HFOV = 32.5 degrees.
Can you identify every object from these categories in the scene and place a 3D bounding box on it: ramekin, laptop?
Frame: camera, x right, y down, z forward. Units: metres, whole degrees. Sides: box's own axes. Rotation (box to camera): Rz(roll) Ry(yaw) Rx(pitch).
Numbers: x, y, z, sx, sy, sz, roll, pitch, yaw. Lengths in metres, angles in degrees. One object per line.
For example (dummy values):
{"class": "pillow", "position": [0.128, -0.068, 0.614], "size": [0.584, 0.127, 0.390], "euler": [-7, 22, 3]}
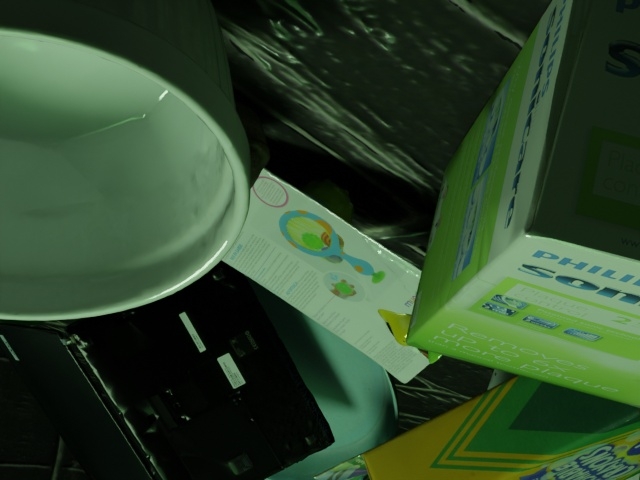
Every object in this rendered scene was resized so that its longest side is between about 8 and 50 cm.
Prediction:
{"class": "ramekin", "position": [-0.135, -0.060, 0.495], "size": [0.207, 0.109, 0.207], "euler": [-3, 145, -2]}
{"class": "laptop", "position": [-0.159, 0.139, 1.075], "size": [0.234, 0.264, 0.136], "euler": [62, -179, -22]}

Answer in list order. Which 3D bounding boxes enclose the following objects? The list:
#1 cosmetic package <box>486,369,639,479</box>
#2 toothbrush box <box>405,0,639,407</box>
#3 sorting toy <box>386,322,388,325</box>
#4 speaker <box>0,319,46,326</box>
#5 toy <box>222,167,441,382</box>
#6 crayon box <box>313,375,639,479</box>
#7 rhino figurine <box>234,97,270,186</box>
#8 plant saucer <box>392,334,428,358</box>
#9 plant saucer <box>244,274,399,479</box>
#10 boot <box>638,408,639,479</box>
{"class": "cosmetic package", "position": [0.282, 0.278, 1.219], "size": [0.224, 0.224, 0.138], "euler": [16, -171, -10]}
{"class": "toothbrush box", "position": [0.170, 0.002, 0.526], "size": [0.206, 0.122, 0.283], "euler": [15, 165, -2]}
{"class": "sorting toy", "position": [-0.074, 0.083, 1.214], "size": [0.365, 0.127, 0.126], "euler": [1, -170, 38]}
{"class": "speaker", "position": [-0.402, 0.023, 1.201], "size": [0.296, 0.131, 0.131], "euler": [4, 162, 38]}
{"class": "toy", "position": [0.000, 0.000, 0.785], "size": [0.237, 0.056, 0.137], "euler": [37, 146, -2]}
{"class": "crayon box", "position": [0.183, 0.204, 1.026], "size": [0.322, 0.083, 0.203], "euler": [-29, 150, 16]}
{"class": "rhino figurine", "position": [-0.129, -0.050, 0.706], "size": [0.106, 0.073, 0.243], "euler": [11, 168, -41]}
{"class": "plant saucer", "position": [0.098, 0.129, 1.325], "size": [0.083, 0.013, 0.083], "euler": [14, 166, 4]}
{"class": "plant saucer", "position": [-0.060, 0.117, 1.085], "size": [0.317, 0.044, 0.318], "euler": [18, 131, 22]}
{"class": "boot", "position": [0.351, 0.208, 0.806], "size": [0.264, 0.281, 0.096], "euler": [14, 166, 3]}
